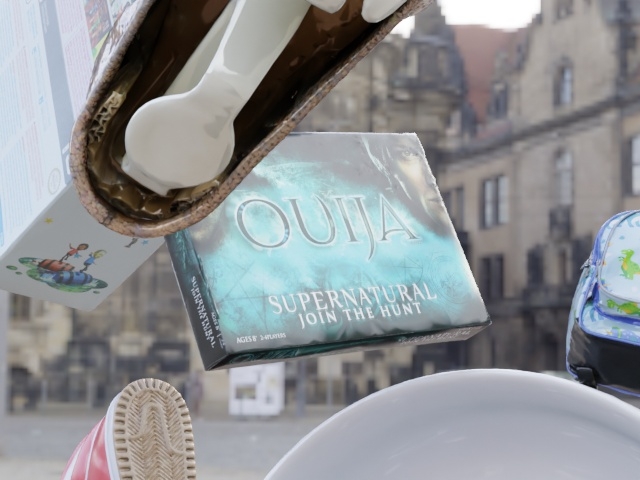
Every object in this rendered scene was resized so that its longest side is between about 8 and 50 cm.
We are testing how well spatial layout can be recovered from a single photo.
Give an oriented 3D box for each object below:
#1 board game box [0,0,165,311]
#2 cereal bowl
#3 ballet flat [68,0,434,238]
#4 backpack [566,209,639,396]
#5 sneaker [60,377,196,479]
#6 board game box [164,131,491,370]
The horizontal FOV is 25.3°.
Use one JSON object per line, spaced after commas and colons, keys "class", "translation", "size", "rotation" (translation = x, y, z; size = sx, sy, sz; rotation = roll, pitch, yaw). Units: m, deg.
{"class": "board game box", "translation": [-0.110, -0.132, 0.912], "size": [0.098, 0.224, 0.303], "rotation": [19, -48, -38]}
{"class": "cereal bowl", "translation": [0.107, 0.248, 0.792], "size": [0.339, 0.338, 0.141], "rotation": [-2, -19, 26]}
{"class": "ballet flat", "translation": [-0.005, -0.098, 0.518], "size": [0.108, 0.106, 0.316], "rotation": [32, -45, -8]}
{"class": "backpack", "translation": [0.203, 0.031, 0.837], "size": [0.105, 0.114, 0.084], "rotation": [12, -47, 8]}
{"class": "sneaker", "translation": [-0.073, 0.118, 0.537], "size": [0.042, 0.118, 0.067], "rotation": [10, -27, -24]}
{"class": "board game box", "translation": [0.000, 0.000, 0.766], "size": [0.186, 0.126, 0.026], "rotation": [-3, -24, -41]}
